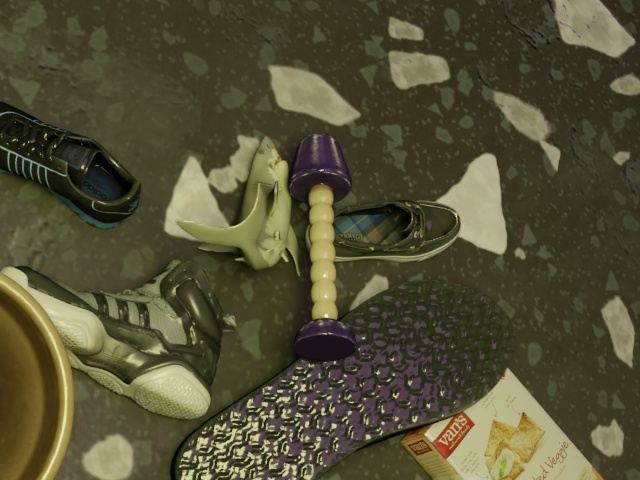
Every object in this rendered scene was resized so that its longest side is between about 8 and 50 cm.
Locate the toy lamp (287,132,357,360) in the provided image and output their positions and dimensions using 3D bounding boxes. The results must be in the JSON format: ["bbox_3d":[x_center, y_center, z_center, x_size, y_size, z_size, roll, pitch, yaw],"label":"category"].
[{"bbox_3d":[0.000,0.000,1.295,0.080,0.080,0.275,15,56,-22],"label":"toy lamp"}]

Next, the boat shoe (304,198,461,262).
[{"bbox_3d":[0.092,-0.019,1.422,0.228,0.076,0.080,-2,73,-27],"label":"boat shoe"}]

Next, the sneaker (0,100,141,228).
[{"bbox_3d":[-0.301,-0.099,1.242,0.232,0.090,0.081,31,61,-15],"label":"sneaker"}]

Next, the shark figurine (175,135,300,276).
[{"bbox_3d":[-0.093,-0.006,1.295,0.116,0.278,0.166,-7,107,9],"label":"shark figurine"}]

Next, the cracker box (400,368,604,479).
[{"bbox_3d":[0.230,0.277,1.393,0.232,0.067,0.155,48,58,-3],"label":"cracker box"}]

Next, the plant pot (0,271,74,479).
[{"bbox_3d":[-0.382,0.153,1.019,0.263,0.229,0.263,5,79,-29],"label":"plant pot"}]

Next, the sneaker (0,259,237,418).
[{"bbox_3d":[-0.214,0.072,1.224,0.268,0.101,0.153,35,59,-19],"label":"sneaker"}]

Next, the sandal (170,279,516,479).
[{"bbox_3d":[0.024,0.181,1.314,0.445,0.107,0.168,-27,83,-18],"label":"sandal"}]
